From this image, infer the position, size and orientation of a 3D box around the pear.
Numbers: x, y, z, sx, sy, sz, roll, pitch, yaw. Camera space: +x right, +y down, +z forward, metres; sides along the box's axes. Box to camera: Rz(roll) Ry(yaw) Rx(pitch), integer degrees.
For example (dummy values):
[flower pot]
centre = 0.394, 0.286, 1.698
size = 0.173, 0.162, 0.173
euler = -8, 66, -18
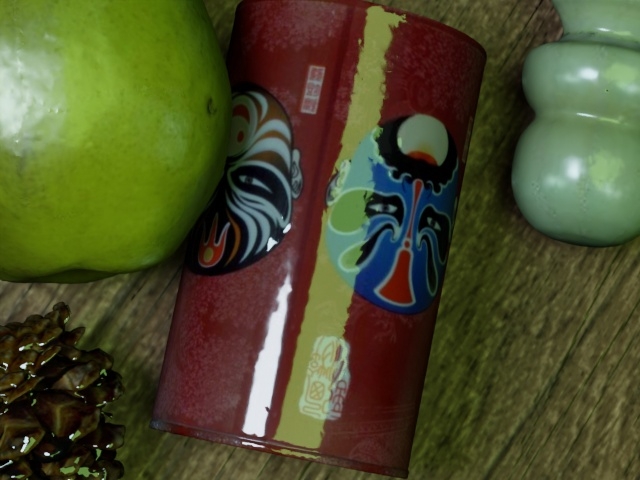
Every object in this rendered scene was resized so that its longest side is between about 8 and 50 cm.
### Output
[pear]
centre = -0.189, -0.120, 1.171
size = 0.253, 0.253, 0.307
euler = -9, 93, -20

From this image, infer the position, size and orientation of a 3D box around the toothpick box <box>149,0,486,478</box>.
[toothpick box]
centre = 0.000, 0.000, 1.260
size = 0.204, 0.204, 0.333
euler = 13, 84, -18

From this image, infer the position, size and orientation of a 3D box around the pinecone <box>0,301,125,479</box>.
[pinecone]
centre = -0.214, 0.136, 1.206
size = 0.174, 0.173, 0.173
euler = 1, 87, -19

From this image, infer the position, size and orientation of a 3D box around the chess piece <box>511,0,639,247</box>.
[chess piece]
centre = 0.245, -0.158, 1.381
size = 0.182, 0.182, 0.330
euler = 11, 89, -19
